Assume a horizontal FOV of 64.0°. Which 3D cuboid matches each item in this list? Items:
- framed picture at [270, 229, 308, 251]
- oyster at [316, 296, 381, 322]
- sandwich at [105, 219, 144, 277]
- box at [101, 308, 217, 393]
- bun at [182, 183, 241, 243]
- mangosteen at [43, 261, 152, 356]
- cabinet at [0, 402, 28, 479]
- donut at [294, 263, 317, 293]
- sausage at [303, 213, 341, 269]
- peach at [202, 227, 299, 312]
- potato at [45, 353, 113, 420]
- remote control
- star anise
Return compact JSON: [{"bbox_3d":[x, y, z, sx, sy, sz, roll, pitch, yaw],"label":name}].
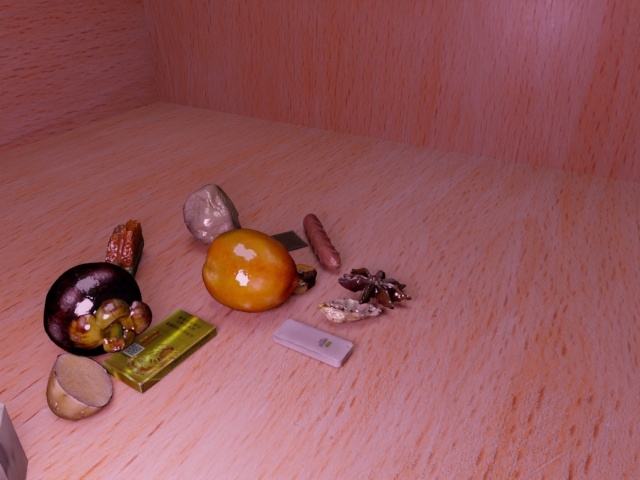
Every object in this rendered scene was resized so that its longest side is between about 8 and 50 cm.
[{"bbox_3d":[-0.134,0.001,2.199,0.109,0.011,0.149,-16,34,-25],"label":"framed picture"},{"bbox_3d":[0.106,0.245,1.737,0.209,0.071,0.133,3,17,-37],"label":"oyster"},{"bbox_3d":[-0.753,0.025,1.982,0.109,0.212,0.292,10,14,-13],"label":"sandwich"},{"bbox_3d":[-0.492,0.333,1.592,0.173,0.043,0.311,18,34,28],"label":"box"},{"bbox_3d":[-0.467,-0.099,2.164,0.205,0.281,0.281,-30,34,-1],"label":"bun"},{"bbox_3d":[-0.665,0.207,1.557,0.314,0.296,0.297,-2,30,8],"label":"mangosteen"},{"bbox_3d":[-0.762,0.502,1.136,0.150,0.206,0.145,-11,32,-19],"label":"cabinet"},{"bbox_3d":[-0.080,0.144,1.905,0.141,0.059,0.140,0,31,0],"label":"donut"},{"bbox_3d":[-0.001,0.002,2.132,0.088,0.087,0.433,-8,31,-14],"label":"sausage"},{"bbox_3d":[-0.236,0.105,1.757,0.333,0.307,0.308,17,33,8],"label":"peach"},{"bbox_3d":[-0.672,0.410,1.389,0.117,0.182,0.202,-48,29,4],"label":"potato"},{"bbox_3d":[-0.025,0.322,1.624,0.250,0.034,0.103,16,33,25],"label":"remote control"},{"bbox_3d":[0.186,0.164,1.830,0.288,0.088,0.288,14,21,-6],"label":"star anise"}]
